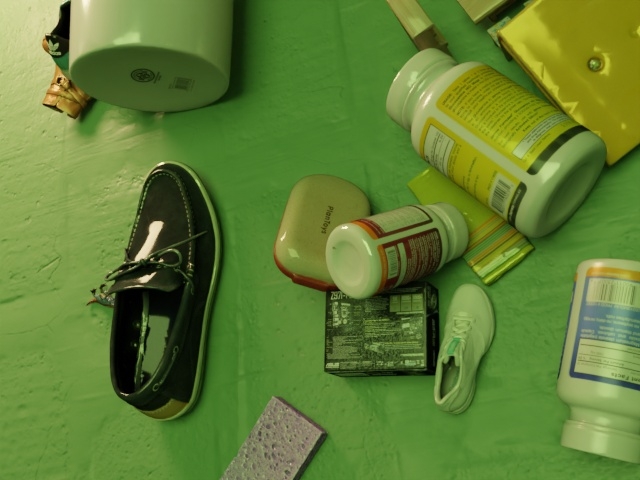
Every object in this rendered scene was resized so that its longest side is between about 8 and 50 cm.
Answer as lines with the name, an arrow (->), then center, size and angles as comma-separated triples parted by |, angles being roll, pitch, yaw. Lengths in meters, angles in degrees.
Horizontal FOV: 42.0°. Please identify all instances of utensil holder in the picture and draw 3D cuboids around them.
utensil holder -> -0.328, -0.487, 1.632 | 0.327, 0.327, 0.386 | -6, 74, 23

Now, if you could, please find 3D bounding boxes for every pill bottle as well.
pill bottle -> 0.271, -0.169, 1.344 | 0.334, 0.188, 0.188 | 42, 95, 28
pill bottle -> 0.425, 0.173, 1.198 | 0.152, 0.152, 0.272 | 8, 80, 26
pill bottle -> 0.126, 0.010, 1.333 | 0.121, 0.221, 0.121 | 24, 121, 46

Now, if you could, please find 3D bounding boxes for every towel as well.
towel -> 0.251, -0.041, 1.413 | 0.102, 0.021, 0.237 | -37, 63, 5

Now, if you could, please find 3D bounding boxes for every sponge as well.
sponge -> -0.089, 0.386, 1.437 | 0.117, 0.031, 0.210 | 32, 90, 28

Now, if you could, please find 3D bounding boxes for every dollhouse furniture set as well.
dollhouse furniture set -> 0.256, -0.419, 1.436 | 0.242, 0.161, 0.212 | -35, 64, 12

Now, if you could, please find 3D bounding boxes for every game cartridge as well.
game cartridge -> 0.494, -0.325, 1.318 | 0.323, 0.052, 0.285 | -39, 84, 7

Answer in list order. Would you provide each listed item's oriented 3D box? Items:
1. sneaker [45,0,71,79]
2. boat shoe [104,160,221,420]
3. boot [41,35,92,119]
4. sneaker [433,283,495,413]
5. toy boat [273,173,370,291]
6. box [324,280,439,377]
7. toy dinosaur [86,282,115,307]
sneaker -> -0.474, -0.488, 1.774 | 0.108, 0.121, 0.302 | 14, 61, 22
boat shoe -> -0.299, 0.077, 1.552 | 0.186, 0.156, 0.500 | -6, 72, 25
boot -> -0.572, -0.362, 1.840 | 0.197, 0.073, 0.152 | 26, 82, 25
sneaker -> 0.222, 0.167, 1.323 | 0.080, 0.094, 0.212 | 6, 78, 27
toy boat -> 0.000, 0.000, 1.451 | 0.151, 0.151, 0.231 | 17, 53, -3
box -> 0.102, 0.150, 1.391 | 0.180, 0.077, 0.147 | -6, 73, 23
toy dinosaur -> -0.420, 0.120, 1.670 | 0.082, 0.047, 0.090 | 45, 129, 19
